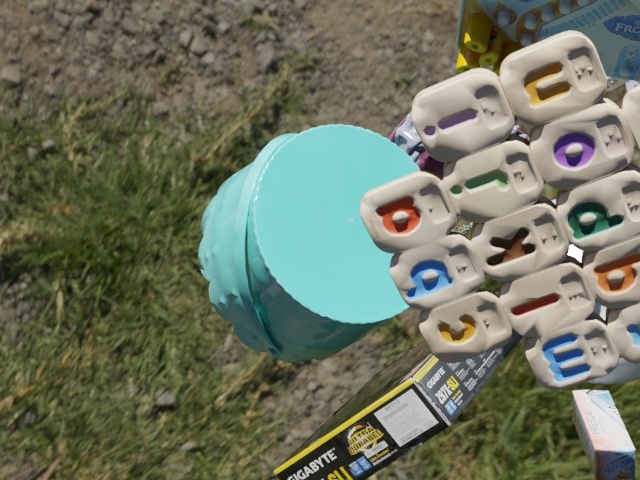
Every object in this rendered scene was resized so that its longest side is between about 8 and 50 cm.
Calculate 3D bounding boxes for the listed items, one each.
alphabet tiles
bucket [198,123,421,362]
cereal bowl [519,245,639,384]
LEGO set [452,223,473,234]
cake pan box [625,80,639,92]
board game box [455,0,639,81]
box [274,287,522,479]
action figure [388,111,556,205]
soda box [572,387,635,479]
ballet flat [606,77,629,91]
[{"bbox_3d":[0.186,-0.014,0.821,0.284,0.278,0.021,61,17,-23],"label":"alphabet tiles"},{"bbox_3d":[0.000,0.000,1.296,0.281,0.183,0.281,7,73,-22],"label":"bucket"},{"bbox_3d":[0.474,0.064,1.817,0.339,0.141,0.339,-8,58,13],"label":"cereal bowl"},{"bbox_3d":[0.242,-0.011,1.915,0.083,0.054,0.023,-22,97,1],"label":"LEGO set"},{"bbox_3d":[0.691,-0.339,1.995,0.070,0.245,0.267,-14,98,-53],"label":"cake pan box"},{"bbox_3d":[0.339,-0.266,1.053,0.390,0.390,0.050,10,63,7],"label":"board game box"},{"bbox_3d":[0.114,0.204,1.396,0.079,0.257,0.322,51,33,4],"label":"box"},{"bbox_3d":[0.241,-0.071,1.578,0.276,0.370,0.248,-45,70,3],"label":"action figure"},{"bbox_3d":[0.451,0.309,1.711,0.063,0.058,0.183,-5,24,2],"label":"soda box"},{"bbox_3d":[0.424,-0.268,1.752,0.241,0.077,0.091,-6,46,18],"label":"ballet flat"}]
